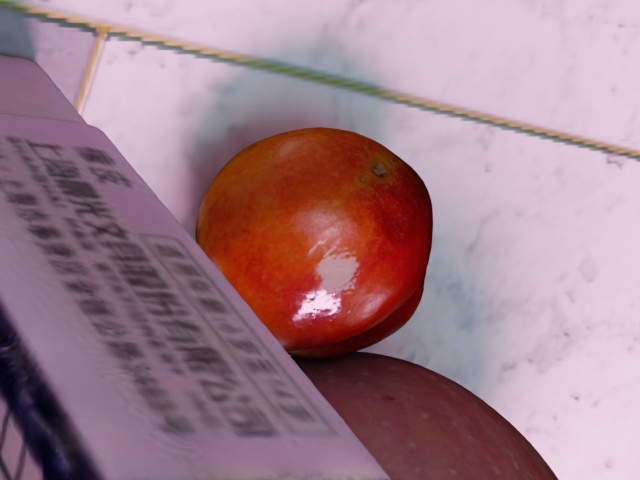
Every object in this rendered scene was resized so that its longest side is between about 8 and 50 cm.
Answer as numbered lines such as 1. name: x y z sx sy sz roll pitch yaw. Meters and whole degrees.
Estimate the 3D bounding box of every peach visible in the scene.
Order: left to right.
1. peach: 0.001 -0.001 0.634 0.101 0.101 0.100 -16 123 -26

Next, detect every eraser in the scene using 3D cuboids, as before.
1. eraser: -0.090 0.046 0.471 0.086 0.287 0.130 1 116 -30

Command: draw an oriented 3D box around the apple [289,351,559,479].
1. apple: -0.003 0.198 0.645 0.306 0.235 0.305 -18 126 -26
